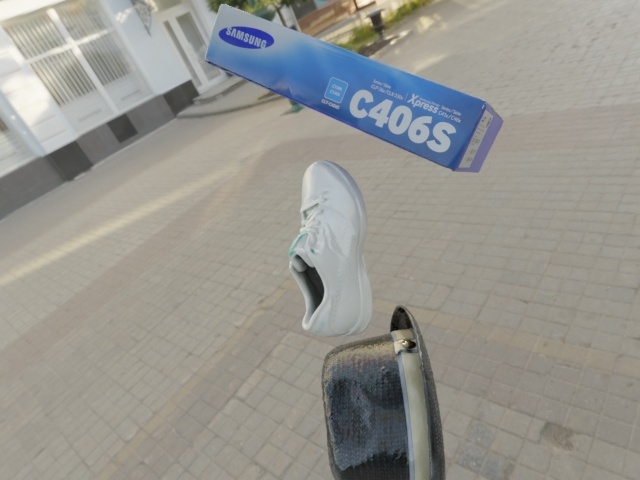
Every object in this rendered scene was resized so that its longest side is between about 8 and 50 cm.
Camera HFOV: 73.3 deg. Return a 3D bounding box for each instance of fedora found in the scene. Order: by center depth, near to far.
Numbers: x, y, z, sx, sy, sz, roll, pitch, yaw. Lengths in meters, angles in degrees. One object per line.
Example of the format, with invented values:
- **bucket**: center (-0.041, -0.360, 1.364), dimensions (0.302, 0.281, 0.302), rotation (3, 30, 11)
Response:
- **fedora**: center (0.082, 0.262, 0.662), dimensions (0.153, 0.333, 0.334), rotation (-3, 30, 3)

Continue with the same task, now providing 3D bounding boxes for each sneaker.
- **sneaker**: center (0.000, 0.000, 0.481), dimensions (0.094, 0.212, 0.080), rotation (7, -24, -42)

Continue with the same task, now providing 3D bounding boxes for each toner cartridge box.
- **toner cartridge box**: center (0.041, -0.188, 0.542), dimensions (0.348, 0.075, 0.165), rotation (30, 19, 21)
